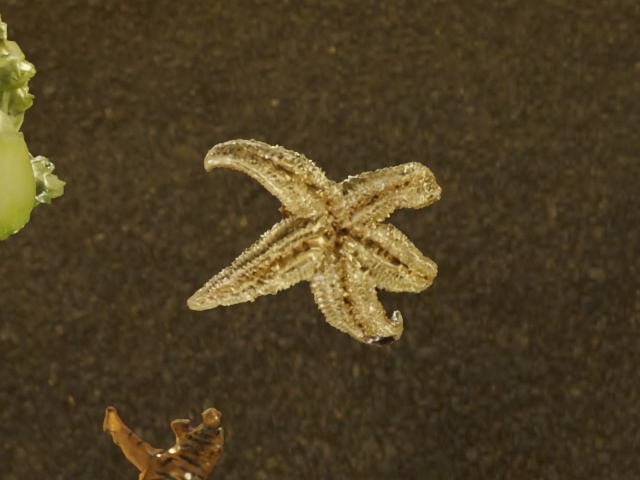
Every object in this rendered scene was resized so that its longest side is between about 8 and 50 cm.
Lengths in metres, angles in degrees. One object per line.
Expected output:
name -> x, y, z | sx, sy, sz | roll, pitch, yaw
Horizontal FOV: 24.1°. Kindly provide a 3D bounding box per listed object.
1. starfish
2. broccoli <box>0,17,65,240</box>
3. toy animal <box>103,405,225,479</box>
starfish -> 0.001, 0.000, 1.191 | 0.216, 0.238, 0.071 | -50, 27, -14
broccoli -> -0.296, -0.091, 1.128 | 0.245, 0.288, 0.248 | 20, 89, 29
toy animal -> -0.148, 0.243, 1.294 | 0.116, 0.114, 0.255 | 11, 21, -5
